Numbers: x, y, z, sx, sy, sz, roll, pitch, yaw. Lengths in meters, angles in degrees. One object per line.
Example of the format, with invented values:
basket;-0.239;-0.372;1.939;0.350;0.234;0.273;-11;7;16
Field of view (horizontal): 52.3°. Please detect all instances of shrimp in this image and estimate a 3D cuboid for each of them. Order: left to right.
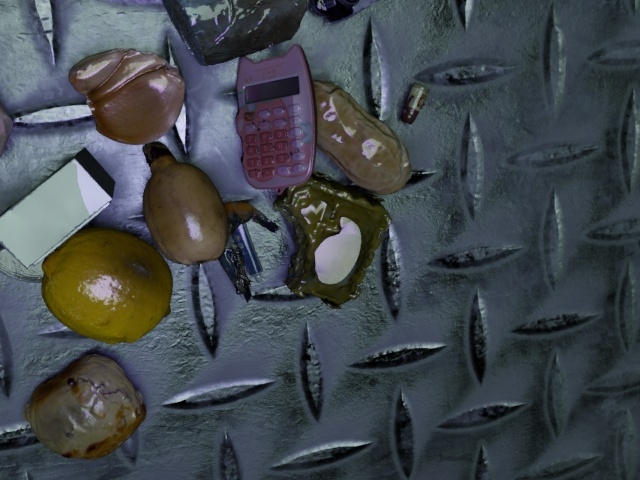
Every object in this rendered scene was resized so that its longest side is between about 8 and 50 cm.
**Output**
shrimp;-0.170;0.029;1.565;0.198;0.051;0.261;-9;106;32

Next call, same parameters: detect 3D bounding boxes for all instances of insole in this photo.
insole;-0.640;0.066;1.524;0.232;0.003;0.080;10;100;-17

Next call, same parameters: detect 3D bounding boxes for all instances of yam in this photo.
yam;-0.180;-0.502;1.426;0.271;0.202;0.201;-27;130;-9

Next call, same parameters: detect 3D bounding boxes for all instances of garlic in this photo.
garlic;-0.409;-0.324;1.446;0.228;0.110;0.217;-18;119;0

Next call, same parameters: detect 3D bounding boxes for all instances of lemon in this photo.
lemon;-0.471;0.098;1.448;0.284;0.260;0.260;2;103;-30

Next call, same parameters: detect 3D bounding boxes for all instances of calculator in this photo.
calculator;-0.101;-0.268;1.493;0.048;0.220;0.329;-2;90;-60

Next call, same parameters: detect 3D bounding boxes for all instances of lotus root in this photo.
lotus root;-0.320;-0.087;1.488;0.183;0.183;0.309;-22;89;-10

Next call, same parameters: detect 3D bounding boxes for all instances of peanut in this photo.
peanut;0.077;-0.242;1.557;0.340;0.174;0.158;38;103;-6

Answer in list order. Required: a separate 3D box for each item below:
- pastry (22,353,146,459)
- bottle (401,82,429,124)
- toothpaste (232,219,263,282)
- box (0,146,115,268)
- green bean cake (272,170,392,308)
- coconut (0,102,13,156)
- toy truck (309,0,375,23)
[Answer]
pastry;-0.556;0.424;1.546;0.256;0.170;0.236;-34;106;0
bottle;0.238;-0.343;1.647;0.063;0.047;0.101;18;99;-29
toothpaste;-0.185;0.017;1.622;0.057;0.035;0.197;-21;105;1
box;-0.560;-0.076;1.396;0.225;0.225;0.117;-40;110;-3
green bean cake;0.000;0.000;1.582;0.285;0.202;0.309;19;97;-16
coconut;-0.731;-0.236;1.347;0.171;0.171;0.182;-23;105;-9
toy truck;0.030;-0.682;1.449;0.178;0.176;0.363;-27;107;-21
